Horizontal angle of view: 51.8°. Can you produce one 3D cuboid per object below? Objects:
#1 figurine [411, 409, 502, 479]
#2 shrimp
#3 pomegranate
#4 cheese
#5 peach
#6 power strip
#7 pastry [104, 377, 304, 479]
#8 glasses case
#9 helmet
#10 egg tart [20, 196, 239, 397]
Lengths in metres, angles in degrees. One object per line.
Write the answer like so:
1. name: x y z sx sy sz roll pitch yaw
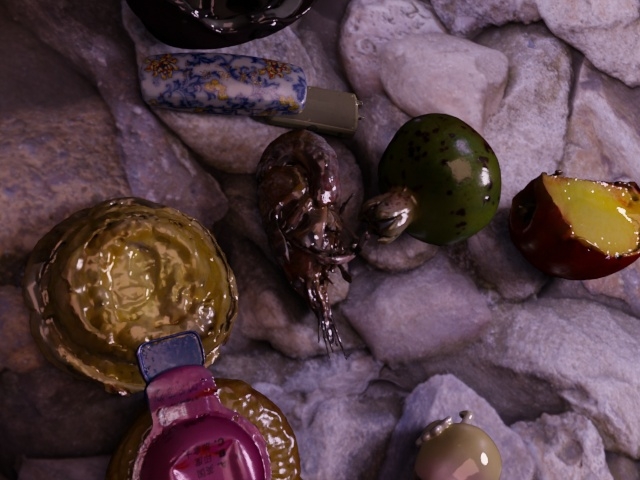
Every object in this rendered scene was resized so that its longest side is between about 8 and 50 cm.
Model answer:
1. figurine: 0.145 0.366 0.821 0.227 0.274 0.394 50 45 -3
2. shrimp: -0.005 0.002 0.949 0.145 0.116 0.343 -13 79 0
3. pomegranate: 0.159 -0.079 0.996 0.247 0.202 0.202 -29 84 -30
4. cheese: -0.135 0.221 0.711 0.155 0.062 0.245 -13 78 -30
5. peach: 0.438 -0.012 1.103 0.267 0.154 0.159 0 71 -28
6. power strip: -0.007 -0.211 1.068 0.168 0.028 0.076 8 70 -17
7. pastry: -0.134 0.286 0.792 0.240 0.132 0.235 -31 84 -26
8. glasses case: -0.143 -0.235 0.992 0.247 0.065 0.087 0 67 -10
9. helmet: -0.158 -0.389 0.988 0.305 0.177 0.225 -8 81 -30
10. egg tart: -0.236 0.061 0.851 0.278 0.095 0.279 7 69 -18
